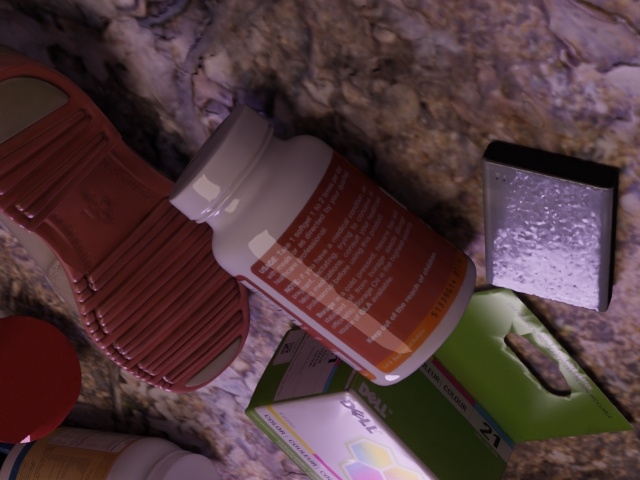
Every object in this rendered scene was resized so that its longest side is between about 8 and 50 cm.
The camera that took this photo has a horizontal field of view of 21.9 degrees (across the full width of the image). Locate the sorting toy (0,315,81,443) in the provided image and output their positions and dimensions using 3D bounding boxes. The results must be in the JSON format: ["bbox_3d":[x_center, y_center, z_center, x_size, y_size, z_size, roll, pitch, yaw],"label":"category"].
[{"bbox_3d":[-0.394,0.058,1.608,0.365,0.127,0.126,37,173,-7],"label":"sorting toy"}]

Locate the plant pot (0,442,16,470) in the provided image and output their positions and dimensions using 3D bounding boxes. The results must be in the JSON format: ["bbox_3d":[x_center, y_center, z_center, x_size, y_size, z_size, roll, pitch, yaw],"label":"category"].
[{"bbox_3d":[-0.387,0.326,1.795,0.236,0.212,0.236,7,139,37],"label":"plant pot"}]

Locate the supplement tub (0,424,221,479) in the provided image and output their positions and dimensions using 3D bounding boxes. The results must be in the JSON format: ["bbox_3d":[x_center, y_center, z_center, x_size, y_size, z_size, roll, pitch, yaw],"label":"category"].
[{"bbox_3d":[-0.212,0.266,1.674,0.200,0.144,0.144,3,137,32],"label":"supplement tub"}]

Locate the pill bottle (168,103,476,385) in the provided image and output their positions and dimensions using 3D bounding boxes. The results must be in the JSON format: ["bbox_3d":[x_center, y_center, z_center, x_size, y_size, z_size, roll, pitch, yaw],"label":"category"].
[{"bbox_3d":[0.000,0.000,1.224,0.216,0.121,0.121,38,143,-13],"label":"pill bottle"}]

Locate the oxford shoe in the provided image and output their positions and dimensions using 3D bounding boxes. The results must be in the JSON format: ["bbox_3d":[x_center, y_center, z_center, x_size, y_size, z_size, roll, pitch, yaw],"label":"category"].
[{"bbox_3d":[-0.184,-0.026,1.346,0.146,0.140,0.397,38,165,46],"label":"oxford shoe"}]

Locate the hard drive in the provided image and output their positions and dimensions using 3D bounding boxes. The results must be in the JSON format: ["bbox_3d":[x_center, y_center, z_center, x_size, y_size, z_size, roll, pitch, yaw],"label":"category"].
[{"bbox_3d":[0.164,-0.008,1.188,0.094,0.022,0.135,14,142,19],"label":"hard drive"}]

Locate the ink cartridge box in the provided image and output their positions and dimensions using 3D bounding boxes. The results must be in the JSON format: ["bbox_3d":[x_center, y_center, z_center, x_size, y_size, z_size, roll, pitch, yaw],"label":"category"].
[{"bbox_3d":[0.094,0.146,1.363,0.255,0.097,0.189,-16,126,45],"label":"ink cartridge box"}]
